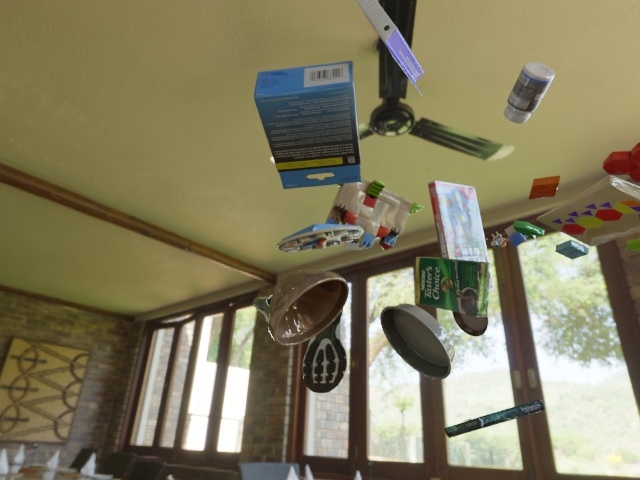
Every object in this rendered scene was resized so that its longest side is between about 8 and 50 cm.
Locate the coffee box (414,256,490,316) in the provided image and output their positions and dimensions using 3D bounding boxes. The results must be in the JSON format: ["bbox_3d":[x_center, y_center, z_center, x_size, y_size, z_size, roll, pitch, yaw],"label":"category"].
[{"bbox_3d":[0.277,0.095,0.937,0.041,0.113,0.184,1,2,-28],"label":"coffee box"}]

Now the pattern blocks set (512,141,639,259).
[{"bbox_3d":[0.510,-0.049,0.781,0.286,0.026,0.325,28,-23,-15],"label":"pattern blocks set"}]

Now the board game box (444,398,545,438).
[{"bbox_3d":[0.386,0.397,0.969,0.186,0.026,0.126,-2,-30,-25],"label":"board game box"}]

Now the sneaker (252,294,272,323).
[{"bbox_3d":[-0.199,0.246,1.686,0.064,0.086,0.192,11,14,-33],"label":"sneaker"}]

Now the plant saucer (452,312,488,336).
[{"bbox_3d":[0.572,0.279,1.651,0.029,0.168,0.168,-15,-16,-29],"label":"plant saucer"}]

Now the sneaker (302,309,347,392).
[{"bbox_3d":[0.018,0.341,1.575,0.158,0.410,0.182,4,5,0],"label":"sneaker"}]

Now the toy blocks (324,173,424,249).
[{"bbox_3d":[0.184,-0.086,1.731,0.382,0.260,0.191,23,-10,-8],"label":"toy blocks"}]

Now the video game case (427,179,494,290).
[{"bbox_3d":[0.360,-0.005,1.106,0.204,0.285,0.025,0,-11,-43],"label":"video game case"}]

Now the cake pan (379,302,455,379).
[{"bbox_3d":[0.321,0.325,1.438,0.054,0.293,0.293,-35,-11,-27],"label":"cake pan"}]

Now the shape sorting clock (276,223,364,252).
[{"bbox_3d":[0.000,0.000,1.015,0.206,0.040,0.206,-7,-11,-1],"label":"shape sorting clock"}]

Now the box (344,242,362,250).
[{"bbox_3d":[0.172,-0.016,2.137,0.101,0.101,0.087,7,-39,-40],"label":"box"}]

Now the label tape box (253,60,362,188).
[{"bbox_3d":[-0.018,-0.295,1.171,0.241,0.105,0.333,-4,-35,6],"label":"label tape box"}]

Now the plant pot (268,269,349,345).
[{"bbox_3d":[-0.048,0.156,1.148,0.237,0.110,0.237,-26,-38,-23],"label":"plant pot"}]

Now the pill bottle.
[{"bbox_3d":[0.531,-0.376,1.119,0.078,0.078,0.137,5,-40,-4],"label":"pill bottle"}]

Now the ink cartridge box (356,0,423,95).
[{"bbox_3d":[0.187,-0.484,1.077,0.045,0.208,0.206,-33,-24,22],"label":"ink cartridge box"}]

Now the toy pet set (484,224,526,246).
[{"bbox_3d":[0.641,0.006,1.494,0.114,0.065,0.122,-38,-34,31],"label":"toy pet set"}]
